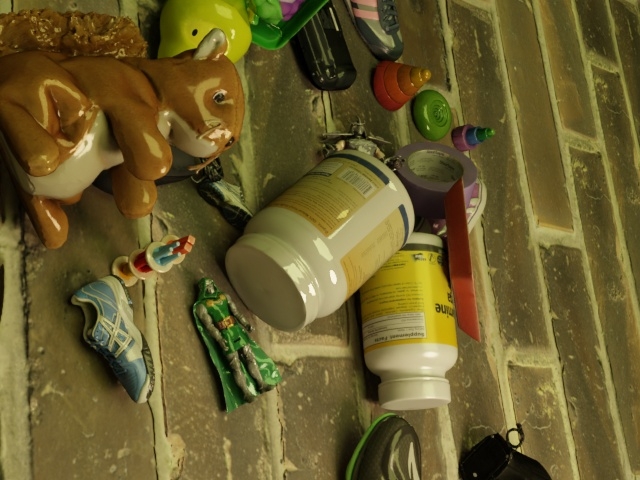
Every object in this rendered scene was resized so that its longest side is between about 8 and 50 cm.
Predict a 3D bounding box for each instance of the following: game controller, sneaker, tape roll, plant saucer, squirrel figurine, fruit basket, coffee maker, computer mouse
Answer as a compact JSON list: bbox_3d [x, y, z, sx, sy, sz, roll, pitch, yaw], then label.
[{"bbox_3d":[-0.013,-0.481,2.102,0.166,0.067,0.319,-13,84,-62],"label":"game controller"},{"bbox_3d":[0.288,-0.090,2.221,0.161,0.102,0.282,46,47,-20],"label":"sneaker"},{"bbox_3d":[0.132,-0.571,2.222,0.112,0.131,0.319,-43,109,-45],"label":"sneaker"},{"bbox_3d":[0.248,-0.134,2.130,0.189,0.080,0.189,5,39,-4],"label":"tape roll"},{"bbox_3d":[0.164,0.557,1.754,0.185,0.202,0.482,18,62,-42],"label":"sneaker"},{"bbox_3d":[0.295,0.044,2.006,0.258,0.048,0.259,72,16,-53],"label":"plant saucer"},{"bbox_3d":[-0.319,-0.233,1.462,0.371,0.281,0.397,-25,65,-19],"label":"squirrel figurine"},{"bbox_3d":[-0.182,-0.463,1.755,0.392,0.283,0.392,19,55,-29],"label":"fruit basket"},{"bbox_3d":[-0.326,0.161,1.504,0.081,0.080,0.211,-16,76,-42],"label":"sneaker"},{"bbox_3d":[0.420,0.499,2.070,0.178,0.171,0.120,33,37,-36],"label":"coffee maker"},{"bbox_3d":[-0.161,-0.076,1.782,0.135,0.052,0.058,46,43,-24],"label":"sneaker"},{"bbox_3d":[-0.288,-0.162,1.649,0.272,0.072,0.188,-27,83,-46],"label":"computer mouse"}]

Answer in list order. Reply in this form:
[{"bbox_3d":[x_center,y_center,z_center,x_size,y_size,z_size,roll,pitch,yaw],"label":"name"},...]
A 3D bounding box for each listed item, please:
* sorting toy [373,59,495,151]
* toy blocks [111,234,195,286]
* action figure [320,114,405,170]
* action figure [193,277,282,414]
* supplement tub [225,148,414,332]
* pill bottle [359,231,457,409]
[{"bbox_3d":[0.290,-0.321,2.285,0.366,0.126,0.127,29,65,-36],"label":"sorting toy"},{"bbox_3d":[-0.255,0.022,1.570,0.123,0.148,0.054,-29,96,-48],"label":"toy blocks"},{"bbox_3d":[0.093,-0.137,2.019,0.185,0.099,0.285,1,69,-17],"label":"action figure"},{"bbox_3d":[-0.158,0.171,1.682,0.137,0.063,0.232,-29,92,-45],"label":"action figure"},{"bbox_3d":[0.000,0.000,1.765,0.316,0.228,0.228,-41,105,-34],"label":"supplement tub"},{"bbox_3d":[0.177,0.165,1.935,0.188,0.188,0.333,14,65,-42],"label":"pill bottle"}]
